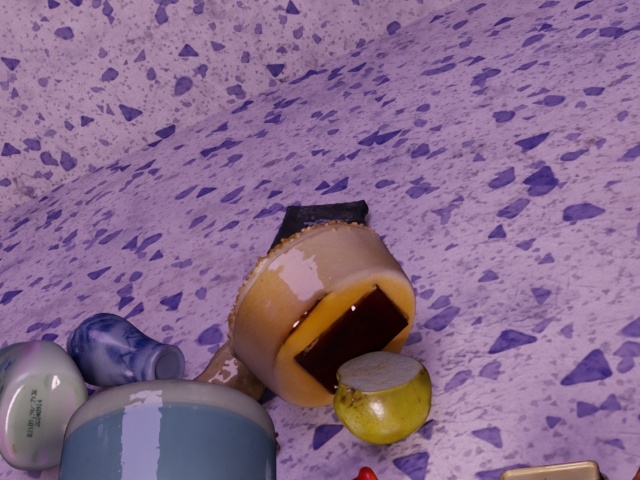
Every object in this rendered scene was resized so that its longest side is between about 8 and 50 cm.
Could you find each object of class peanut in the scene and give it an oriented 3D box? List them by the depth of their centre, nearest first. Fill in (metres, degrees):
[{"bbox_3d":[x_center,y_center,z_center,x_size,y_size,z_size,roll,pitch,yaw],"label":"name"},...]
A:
[{"bbox_3d":[-0.168,0.251,1.249,0.263,0.101,0.117,-44,12,-28],"label":"peanut"}]

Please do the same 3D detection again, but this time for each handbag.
[{"bbox_3d":[0.000,0.000,1.568,0.175,0.089,0.270,-7,33,20],"label":"handbag"}]

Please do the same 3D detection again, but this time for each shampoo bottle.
[{"bbox_3d":[-0.536,0.284,1.430,0.151,0.222,0.349,5,2,-29],"label":"shampoo bottle"}]

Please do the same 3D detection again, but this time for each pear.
[{"bbox_3d":[0.086,0.225,1.074,0.141,0.104,0.141,-3,16,1],"label":"pear"}]

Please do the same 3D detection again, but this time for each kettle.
[{"bbox_3d":[-0.173,0.380,0.840,0.247,0.320,0.342,6,47,-13],"label":"kettle"}]

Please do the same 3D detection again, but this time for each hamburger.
[{"bbox_3d":[-0.001,0.108,1.156,0.302,0.302,0.170,-33,47,-13],"label":"hamburger"}]

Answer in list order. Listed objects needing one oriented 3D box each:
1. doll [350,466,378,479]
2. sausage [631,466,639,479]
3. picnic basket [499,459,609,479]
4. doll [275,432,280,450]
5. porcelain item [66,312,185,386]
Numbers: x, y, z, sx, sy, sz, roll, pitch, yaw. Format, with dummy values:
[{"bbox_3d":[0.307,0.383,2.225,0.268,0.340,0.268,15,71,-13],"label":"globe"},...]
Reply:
[{"bbox_3d":[-0.025,0.370,0.951,0.245,0.076,0.142,-27,20,-9],"label":"doll"},{"bbox_3d":[0.433,0.195,0.688,0.233,0.233,0.287,8,41,48],"label":"sausage"},{"bbox_3d":[0.241,0.309,0.790,0.115,0.080,0.164,-14,20,26],"label":"picnic basket"},{"bbox_3d":[-0.101,0.315,1.149,0.085,0.040,0.058,-42,18,-35],"label":"doll"},{"bbox_3d":[-0.377,0.218,1.465,0.259,0.141,0.141,9,43,34],"label":"porcelain item"}]
